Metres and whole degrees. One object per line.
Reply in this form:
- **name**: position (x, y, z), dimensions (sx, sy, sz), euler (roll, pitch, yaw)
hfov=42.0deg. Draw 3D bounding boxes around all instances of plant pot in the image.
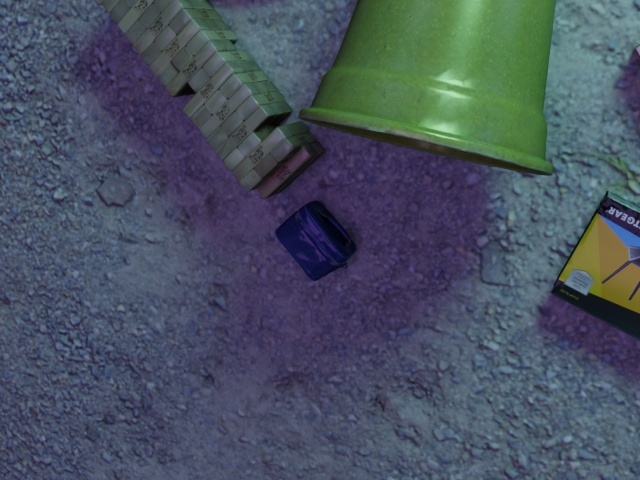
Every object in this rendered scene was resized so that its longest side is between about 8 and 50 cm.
- **plant pot**: position (0.139, -0.221, 0.882), dimensions (0.276, 0.276, 0.254), euler (15, 96, 16)

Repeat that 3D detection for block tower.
- **block tower**: position (-0.139, -0.213, 1.061), dimensions (0.097, 0.091, 0.335), euler (-41, 87, 23)

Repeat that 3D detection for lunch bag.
- **lunch bag**: position (0.000, 0.000, 1.071), dimensions (0.065, 0.067, 0.098), euler (-41, 88, 24)

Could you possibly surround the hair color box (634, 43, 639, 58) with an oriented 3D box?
- **hair color box**: position (0.405, -0.165, 0.896), dimensions (0.072, 0.043, 0.141), euler (-30, 90, 24)

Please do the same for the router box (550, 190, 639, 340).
- **router box**: position (0.377, 0.043, 0.954), dimensions (0.179, 0.046, 0.133), euler (28, 111, 12)
